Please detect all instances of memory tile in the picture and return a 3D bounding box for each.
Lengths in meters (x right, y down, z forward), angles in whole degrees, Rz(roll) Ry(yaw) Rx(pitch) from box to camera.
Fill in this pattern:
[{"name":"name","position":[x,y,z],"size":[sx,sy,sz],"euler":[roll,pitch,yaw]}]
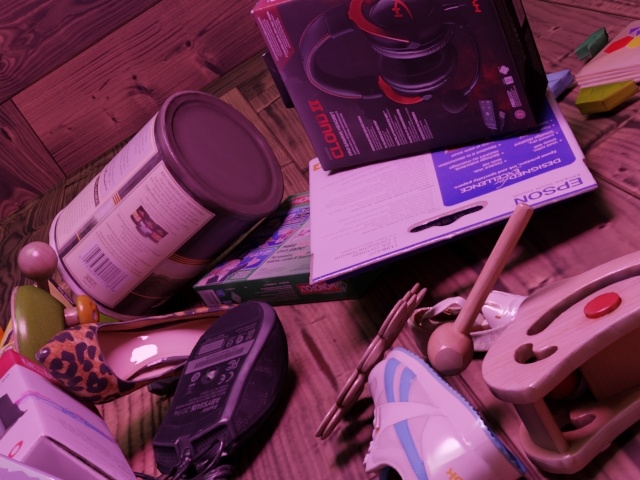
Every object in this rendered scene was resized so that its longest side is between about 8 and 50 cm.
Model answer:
[{"name":"memory tile","position":[0.047,0.108,1.073],"size":[0.148,0.012,0.113],"euler":[-60,-9,15]}]

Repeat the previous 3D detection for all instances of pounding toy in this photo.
[{"name":"pounding toy","position":[-0.325,0.121,1.564],"size":[0.110,0.183,0.237],"euler":[-12,39,-4]},{"name":"pounding toy","position":[0.189,0.058,0.874],"size":[0.269,0.155,0.154],"euler":[-24,17,23]}]

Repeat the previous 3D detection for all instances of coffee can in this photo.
[{"name":"coffee can","position":[-0.213,-0.044,1.638],"size":[0.275,0.201,0.201],"euler":[-39,12,33]}]

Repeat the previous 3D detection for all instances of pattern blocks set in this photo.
[{"name":"pattern blocks set","position":[0.416,-0.238,1.469],"size":[0.285,0.026,0.325],"euler":[-39,19,-19]}]

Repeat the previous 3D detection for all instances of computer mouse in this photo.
[{"name":"computer mouse","position":[-0.104,0.179,1.212],"size":[0.188,0.072,0.272],"euler":[-19,33,40]}]

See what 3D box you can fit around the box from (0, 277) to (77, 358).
[{"name":"box","position":[-0.406,0.148,1.719],"size":[0.058,0.087,0.232],"euler":[-31,25,15]}]

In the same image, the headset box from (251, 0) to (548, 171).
[{"name":"headset box","position":[0.078,-0.211,1.336],"size":[0.293,0.218,0.110],"euler":[-10,32,26]}]

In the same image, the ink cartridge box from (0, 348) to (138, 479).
[{"name":"ink cartridge box","position":[-0.307,0.257,1.160],"size":[0.226,0.131,0.306],"euler":[-52,20,-6]}]

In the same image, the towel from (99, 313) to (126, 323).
[{"name":"towel","position":[-0.358,0.122,1.846],"size":[0.237,0.021,0.102],"euler":[-14,27,45]}]

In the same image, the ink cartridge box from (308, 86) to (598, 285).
[{"name":"ink cartridge box","position":[0.135,-0.053,1.318],"size":[0.304,0.072,0.307],"euler":[-19,29,9]}]

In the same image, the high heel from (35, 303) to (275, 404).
[{"name":"high heel","position":[-0.172,0.102,1.303],"size":[0.186,0.093,0.261],"euler":[-31,-22,19]}]

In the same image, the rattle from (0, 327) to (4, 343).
[{"name":"rattle","position":[-0.499,0.201,1.701],"size":[0.130,0.142,0.200],"euler":[3,30,32]}]

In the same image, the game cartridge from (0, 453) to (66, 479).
[{"name":"game cartridge","position":[-0.261,0.272,0.946],"size":[0.294,0.060,0.196],"euler":[16,71,24]}]

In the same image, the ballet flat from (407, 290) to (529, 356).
[{"name":"ballet flat","position":[0.146,0.073,1.076],"size":[0.168,0.052,0.057],"euler":[-16,24,41]}]

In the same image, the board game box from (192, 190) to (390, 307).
[{"name":"board game box","position":[0.000,0.000,1.521],"size":[0.213,0.046,0.317],"euler":[-44,21,-32]}]

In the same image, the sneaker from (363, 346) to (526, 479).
[{"name":"sneaker","position":[0.073,0.153,0.942],"size":[0.092,0.087,0.229],"euler":[-42,15,-3]}]
